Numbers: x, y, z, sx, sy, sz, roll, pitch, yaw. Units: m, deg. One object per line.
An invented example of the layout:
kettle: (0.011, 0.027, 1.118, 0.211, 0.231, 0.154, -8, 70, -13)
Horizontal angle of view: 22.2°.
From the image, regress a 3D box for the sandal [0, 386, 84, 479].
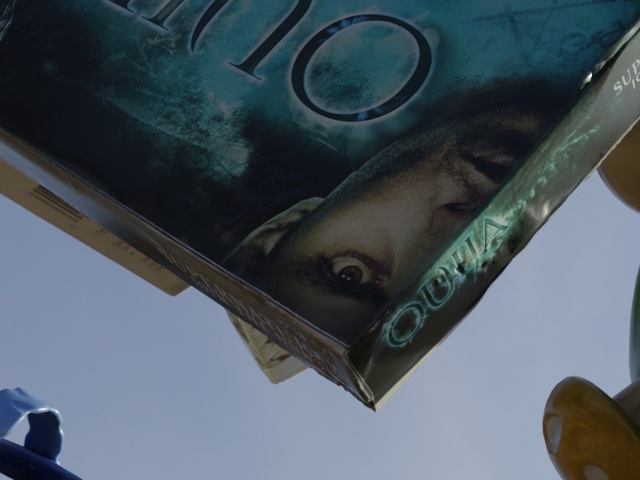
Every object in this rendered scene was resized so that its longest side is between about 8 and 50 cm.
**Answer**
sandal: (-0.262, 0.178, 1.117, 0.317, 0.126, 0.138, -14, -79, 30)

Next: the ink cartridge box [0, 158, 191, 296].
ink cartridge box: (-0.081, -0.092, 0.569, 0.219, 0.092, 0.160, 34, -45, -29)

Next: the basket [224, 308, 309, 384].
basket: (0.000, 0.000, 1.134, 0.103, 0.167, 0.113, 60, -4, -29)

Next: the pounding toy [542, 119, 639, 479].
pounding toy: (0.129, 0.069, 0.501, 0.183, 0.110, 0.237, 51, -8, 33)

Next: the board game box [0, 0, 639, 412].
board game box: (-0.013, -0.052, 0.382, 0.186, 0.126, 0.026, 30, -19, 39)
